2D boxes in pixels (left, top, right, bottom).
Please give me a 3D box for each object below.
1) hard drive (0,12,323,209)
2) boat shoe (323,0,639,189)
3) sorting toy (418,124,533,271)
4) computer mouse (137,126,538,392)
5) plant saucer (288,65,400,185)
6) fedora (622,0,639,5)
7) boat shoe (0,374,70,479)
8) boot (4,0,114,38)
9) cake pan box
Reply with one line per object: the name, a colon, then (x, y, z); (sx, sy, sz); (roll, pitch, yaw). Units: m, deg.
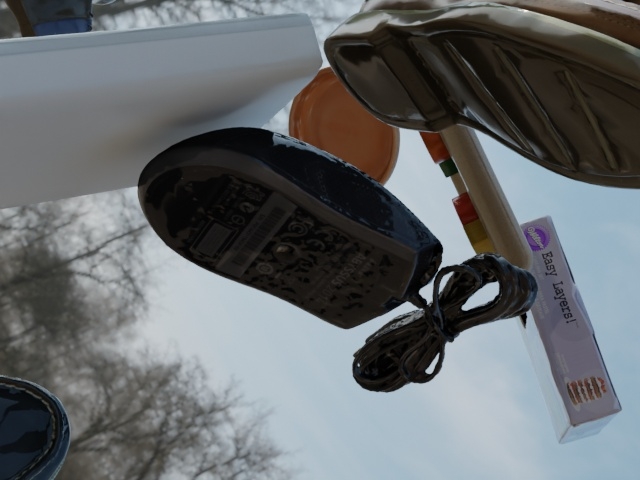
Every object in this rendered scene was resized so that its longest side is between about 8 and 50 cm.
hard drive: (-0.203, -0.067, 0.599); (0.233, 0.353, 0.047); (-29, -105, 61)
boat shoe: (0.111, -0.115, 0.513); (0.111, 0.104, 0.307); (52, -12, -32)
sorting toy: (0.121, -0.051, 0.790); (0.208, 0.038, 0.193); (22, 44, -81)
computer mouse: (0.000, 0.000, 0.665); (0.272, 0.072, 0.188); (30, -44, -19)
plant saucer: (0.038, -0.156, 1.353); (0.200, 0.037, 0.200); (14, -69, 38)
fedora: (0.454, -0.296, 1.240); (0.194, 0.194, 0.079); (56, 9, 22)
boat shoe: (-0.282, 0.128, 0.497); (0.113, 0.340, 0.127); (-38, -118, 46)
boot: (-0.337, -0.306, 1.238); (0.082, 0.219, 0.106); (-13, -88, 30)
cake pan box: (0.303, 0.119, 1.204); (0.246, 0.070, 0.267); (64, 10, -72)
